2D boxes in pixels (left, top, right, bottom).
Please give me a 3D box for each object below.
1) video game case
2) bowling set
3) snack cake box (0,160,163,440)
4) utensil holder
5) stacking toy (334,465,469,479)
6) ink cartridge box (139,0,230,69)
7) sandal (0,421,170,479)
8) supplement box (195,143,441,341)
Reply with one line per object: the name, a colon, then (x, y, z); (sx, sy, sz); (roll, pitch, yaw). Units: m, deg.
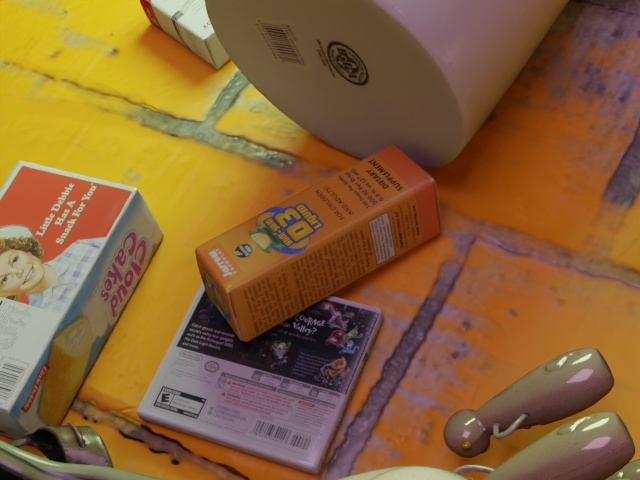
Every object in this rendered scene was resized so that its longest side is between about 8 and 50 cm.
video game case: (-0.056, 0.119, 1.084); (0.190, 0.022, 0.173); (13, 61, 22)
bowling set: (0.197, 0.231, 0.868); (0.154, 0.200, 0.287); (-30, 9, 16)
snack cake box: (-0.290, 0.058, 1.138); (0.152, 0.089, 0.264); (13, 60, 23)
utensil holder: (0.113, -0.310, 1.154); (0.327, 0.328, 0.385); (23, 67, 26)
stacking toy: (0.033, 0.411, 0.689); (0.350, 0.350, 0.480); (-26, 91, -5)
ink cartridge box: (-0.136, -0.278, 1.349); (0.099, 0.056, 0.135); (-42, 57, -15)
sandal: (-0.207, 0.218, 1.010); (0.302, 0.120, 0.086); (12, 41, 13)
supplement box: (0.000, 0.000, 1.098); (0.233, 0.080, 0.078); (-30, 47, -14)
